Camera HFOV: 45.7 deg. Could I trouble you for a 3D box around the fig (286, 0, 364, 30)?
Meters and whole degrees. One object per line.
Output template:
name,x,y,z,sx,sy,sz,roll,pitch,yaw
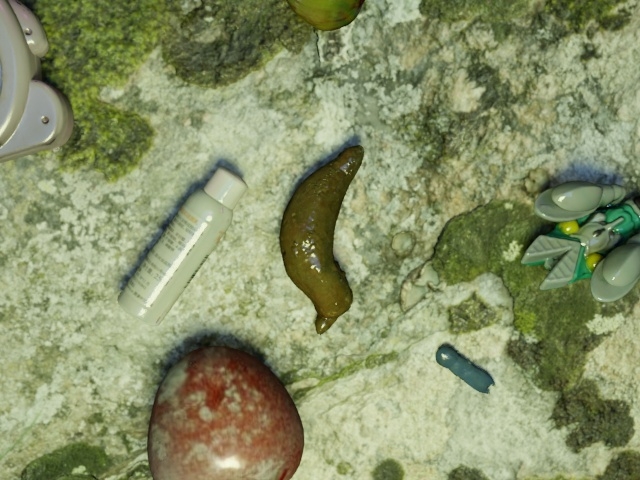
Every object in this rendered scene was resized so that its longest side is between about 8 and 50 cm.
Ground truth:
fig,-0.042,-0.410,1.138,0.245,0.149,0.149,23,95,11

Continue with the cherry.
cherry,-0.147,0.305,1.166,0.236,0.213,0.285,-17,80,-27

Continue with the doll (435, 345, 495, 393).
doll,0.246,0.220,1.288,0.125,0.027,0.037,37,93,-13

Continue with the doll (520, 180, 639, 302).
doll,0.442,-0.025,1.223,0.195,0.153,0.258,31,67,17

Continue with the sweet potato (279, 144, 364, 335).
sweet potato,-0.003,0.002,1.195,0.124,0.098,0.310,0,97,-27

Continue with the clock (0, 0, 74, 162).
clock,-0.540,-0.255,1.093,0.295,0.113,0.322,-17,98,-3

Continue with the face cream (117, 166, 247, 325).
face cream,-0.209,0.006,1.180,0.082,0.082,0.269,36,93,-10
